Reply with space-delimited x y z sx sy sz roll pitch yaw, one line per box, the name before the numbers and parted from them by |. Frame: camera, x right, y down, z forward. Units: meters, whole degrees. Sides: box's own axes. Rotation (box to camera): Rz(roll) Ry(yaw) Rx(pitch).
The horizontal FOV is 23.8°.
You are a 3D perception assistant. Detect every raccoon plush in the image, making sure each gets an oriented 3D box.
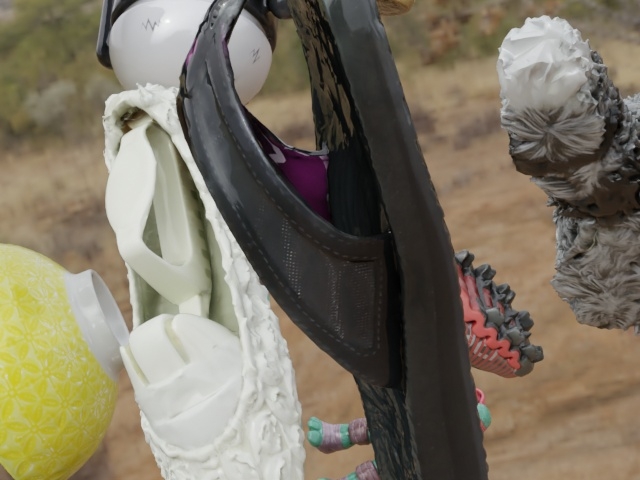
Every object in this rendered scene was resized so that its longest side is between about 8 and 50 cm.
raccoon plush | 0.305 -0.123 1.345 0.216 0.446 0.299 -4 52 19

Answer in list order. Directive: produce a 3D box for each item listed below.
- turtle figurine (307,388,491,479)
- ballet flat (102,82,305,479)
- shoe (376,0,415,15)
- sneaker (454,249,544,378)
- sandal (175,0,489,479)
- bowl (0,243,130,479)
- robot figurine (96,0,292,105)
turtle figurine | 0.103 0.213 1.695 0.234 0.118 0.175 -26 34 18
ballet flat | -0.117 0.050 1.236 0.147 0.409 0.147 -10 -25 -5
shoe | -0.002 -0.237 1.274 0.219 0.058 0.076 23 4 43
sneaker | 0.088 0.062 1.452 0.135 0.276 0.098 -45 25 23
sandal | 0.001 0.002 0.788 0.107 0.446 0.167 -17 22 -8
bowl | -0.296 0.116 1.667 0.156 0.289 0.289 -25 18 0
robot figurine | -0.123 -0.256 1.561 0.173 0.278 0.209 14 -29 -16
